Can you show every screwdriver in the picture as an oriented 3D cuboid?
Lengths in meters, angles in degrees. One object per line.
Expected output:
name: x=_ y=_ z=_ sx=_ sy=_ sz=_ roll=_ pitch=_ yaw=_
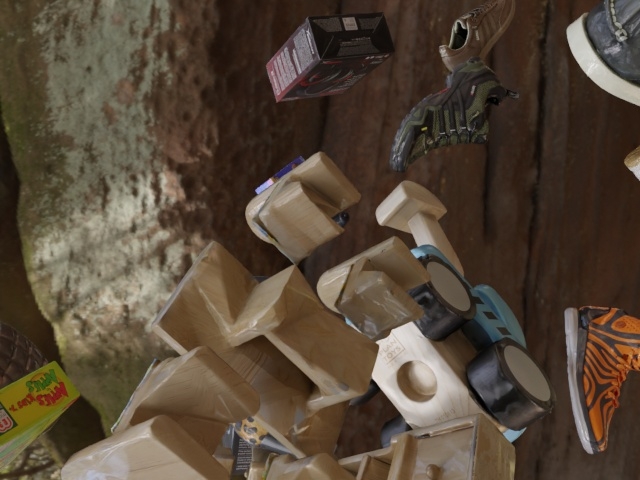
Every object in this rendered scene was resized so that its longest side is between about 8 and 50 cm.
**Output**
screwdriver: x=0.000 y=0.000 z=1.004 sx=0.024 sy=0.170 sz=0.025 roll=25 pitch=-129 yaw=-16

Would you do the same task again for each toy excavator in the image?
toy excavator: x=0.182 y=0.100 z=0.986 sx=0.433 sy=0.222 sz=0.445 roll=51 pitch=-152 yaw=15

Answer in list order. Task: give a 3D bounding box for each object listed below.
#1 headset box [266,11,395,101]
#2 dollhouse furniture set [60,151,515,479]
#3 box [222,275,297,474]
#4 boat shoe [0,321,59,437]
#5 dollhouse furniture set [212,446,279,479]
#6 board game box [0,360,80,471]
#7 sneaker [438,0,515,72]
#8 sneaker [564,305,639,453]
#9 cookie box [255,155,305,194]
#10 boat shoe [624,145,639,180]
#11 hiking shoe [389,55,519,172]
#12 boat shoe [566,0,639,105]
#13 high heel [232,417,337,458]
headset box: x=0.012 y=-0.450 z=1.547 sx=0.218 sy=0.293 sz=0.110 roll=-14 pitch=-93 yaw=-29
dollhouse furniture set: x=-0.021 y=0.188 z=0.643 sx=0.394 sy=0.256 sz=0.362 roll=47 pitch=-142 yaw=-18
box: x=-0.131 y=0.288 z=1.401 sx=0.178 sy=0.343 sz=0.313 roll=3 pitch=-70 yaw=-17
boat shoe: x=-0.556 y=0.186 z=0.949 sx=0.355 sy=0.130 sz=0.132 roll=40 pitch=-162 yaw=3
dollhouse furniture set: x=-0.257 y=0.481 z=0.974 sx=0.174 sy=0.355 sz=0.303 roll=-110 pitch=31 yaw=-65
board game box: x=-0.316 y=0.193 z=0.581 sx=0.043 sy=0.181 sz=0.092 roll=50 pitch=-153 yaw=4
sneaker: x=0.272 y=-0.371 z=1.063 sx=0.071 sy=0.066 sz=0.188 roll=40 pitch=-107 yaw=-29
sneaker: x=0.593 y=0.265 z=1.233 sx=0.125 sy=0.180 sz=0.321 roll=57 pitch=-145 yaw=-47
cookie box: x=-0.037 y=-0.071 z=0.960 sx=0.092 sy=0.040 sz=0.107 roll=51 pitch=-144 yaw=-6
boat shoe: x=0.792 y=-0.218 z=1.314 sx=0.096 sy=0.277 sz=0.098 roll=51 pitch=-169 yaw=-6
hiking shoe: x=0.209 y=-0.183 z=0.979 sx=0.114 sy=0.227 sz=0.086 roll=43 pitch=-178 yaw=14
boat shoe: x=0.280 y=-0.122 z=0.415 sx=0.233 sy=0.079 sz=0.084 roll=9 pitch=-126 yaw=-24
high heel: x=-0.031 y=0.242 z=1.050 sx=0.093 sy=0.186 sz=0.261 roll=92 pitch=-162 yaw=-47
